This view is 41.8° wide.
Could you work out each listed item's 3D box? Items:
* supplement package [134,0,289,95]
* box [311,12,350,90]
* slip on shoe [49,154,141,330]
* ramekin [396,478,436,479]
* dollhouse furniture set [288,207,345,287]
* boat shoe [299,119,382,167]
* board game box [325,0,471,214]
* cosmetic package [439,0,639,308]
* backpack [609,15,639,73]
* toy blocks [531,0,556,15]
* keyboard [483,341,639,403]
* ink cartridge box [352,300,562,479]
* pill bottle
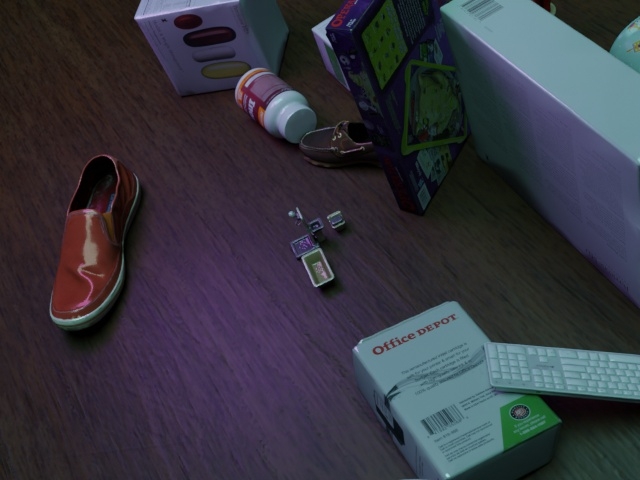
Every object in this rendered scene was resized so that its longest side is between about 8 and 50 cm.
[{"bbox_3d":[-0.192,-0.393,1.536,0.203,0.194,0.149,-5,52,19],"label":"supplement package"},{"bbox_3d":[0.058,-0.337,1.451,0.102,0.101,0.087,-33,48,-6],"label":"box"},{"bbox_3d":[-0.373,-0.003,1.357,0.123,0.101,0.331,-5,53,16],"label":"slip on shoe"},{"bbox_3d":[0.099,0.388,0.831,0.272,0.127,0.273,-12,50,14],"label":"ramekin"},{"bbox_3d":[0.000,0.000,1.215,0.091,0.081,0.114,-26,48,1],"label":"dollhouse furniture set"},{"bbox_3d":[0.056,-0.161,1.330,0.207,0.073,0.073,3,55,26],"label":"boat shoe"},{"bbox_3d":[0.127,-0.224,1.167,0.056,0.347,0.208,19,61,36],"label":"board game box"},{"bbox_3d":[0.312,-0.124,1.054,0.097,0.284,0.377,-31,48,-6],"label":"cosmetic package"},{"bbox_3d":[0.475,-0.225,1.133,0.165,0.188,0.144,-29,48,-3],"label":"backpack"},{"bbox_3d":[0.314,-0.380,1.350,0.123,0.148,0.054,-2,52,20],"label":"toy blocks"},{"bbox_3d":[0.315,0.151,0.946,0.256,0.014,0.072,5,40,0],"label":"keyboard"},{"bbox_3d":[0.151,0.188,0.978,0.153,0.087,0.208,-21,46,-16],"label":"ink cartridge box"},{"bbox_3d":[-0.074,-0.227,1.426,0.086,0.086,0.152,-38,48,-10],"label":"pill bottle"}]
